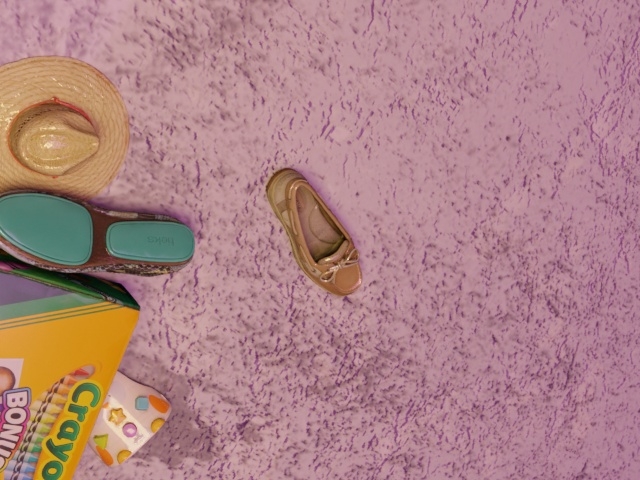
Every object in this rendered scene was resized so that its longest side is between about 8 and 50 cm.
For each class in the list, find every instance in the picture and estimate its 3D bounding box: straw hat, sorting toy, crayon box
[{"bbox_3d":[-0.219,-0.082,0.836,0.145,0.061,0.144,-8,109,-25],"label":"straw hat"},{"bbox_3d":[-0.192,0.161,0.946,0.083,0.045,0.075,-44,101,-9],"label":"sorting toy"},{"bbox_3d":[-0.286,0.149,0.861,0.165,0.081,0.278,20,96,-29],"label":"crayon box"}]

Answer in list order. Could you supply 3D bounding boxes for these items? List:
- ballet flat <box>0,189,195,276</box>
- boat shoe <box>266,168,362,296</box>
[{"bbox_3d":[-0.201,0.001,0.869,0.188,0.070,0.070,13,99,-32],"label":"ballet flat"},{"bbox_3d":[0.001,-0.002,0.984,0.056,0.048,0.153,-35,118,-14],"label":"boat shoe"}]
